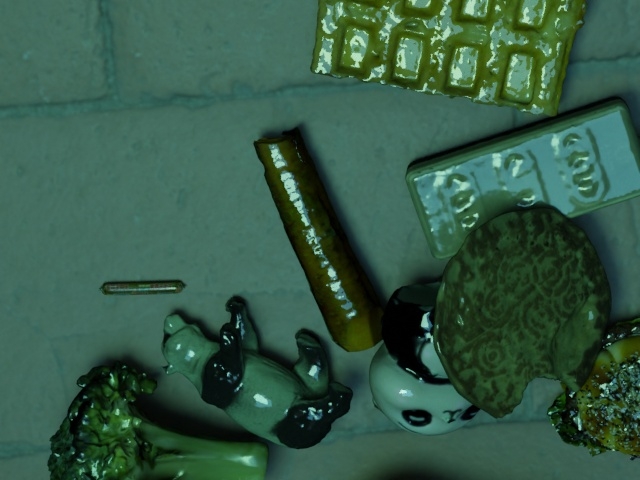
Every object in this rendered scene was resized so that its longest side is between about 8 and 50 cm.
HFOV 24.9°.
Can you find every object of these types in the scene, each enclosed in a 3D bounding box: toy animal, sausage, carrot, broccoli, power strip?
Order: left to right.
[{"bbox_3d":[-0.203,0.054,1.646,0.100,0.015,0.015,-1,106,6],"label":"sausage"},{"bbox_3d":[-0.178,0.253,1.605,0.243,0.263,0.247,-2,79,-13],"label":"broccoli"},{"bbox_3d":[-0.079,0.149,1.627,0.225,0.094,0.121,28,116,-4],"label":"toy animal"},{"bbox_3d":[0.000,0.000,1.587,0.070,0.070,0.260,-22,101,11],"label":"carrot"},{"bbox_3d":[0.135,0.127,1.571,0.166,0.138,0.179,2,116,-20],"label":"toy animal"},{"bbox_3d":[0.225,-0.069,1.543,0.256,0.070,0.105,-19,105,9],"label":"power strip"}]

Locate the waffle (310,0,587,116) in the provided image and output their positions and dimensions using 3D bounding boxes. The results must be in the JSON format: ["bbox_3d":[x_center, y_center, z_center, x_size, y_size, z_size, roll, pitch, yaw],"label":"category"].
[{"bbox_3d":[0.134,-0.234,1.509,0.274,0.057,0.168,10,106,2],"label":"waffle"}]

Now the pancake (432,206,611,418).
[{"bbox_3d":[0.211,0.073,1.496,0.235,0.029,0.212,-6,95,-31],"label":"pancake"}]

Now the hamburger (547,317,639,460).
[{"bbox_3d":[0.341,0.169,1.588,0.189,0.093,0.164,-33,101,15],"label":"hamburger"}]
